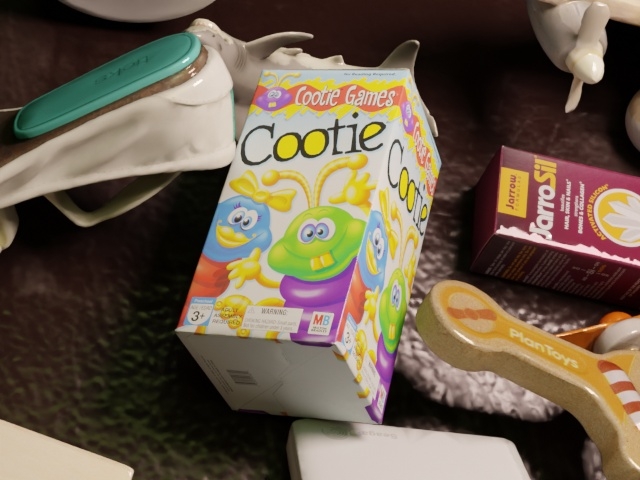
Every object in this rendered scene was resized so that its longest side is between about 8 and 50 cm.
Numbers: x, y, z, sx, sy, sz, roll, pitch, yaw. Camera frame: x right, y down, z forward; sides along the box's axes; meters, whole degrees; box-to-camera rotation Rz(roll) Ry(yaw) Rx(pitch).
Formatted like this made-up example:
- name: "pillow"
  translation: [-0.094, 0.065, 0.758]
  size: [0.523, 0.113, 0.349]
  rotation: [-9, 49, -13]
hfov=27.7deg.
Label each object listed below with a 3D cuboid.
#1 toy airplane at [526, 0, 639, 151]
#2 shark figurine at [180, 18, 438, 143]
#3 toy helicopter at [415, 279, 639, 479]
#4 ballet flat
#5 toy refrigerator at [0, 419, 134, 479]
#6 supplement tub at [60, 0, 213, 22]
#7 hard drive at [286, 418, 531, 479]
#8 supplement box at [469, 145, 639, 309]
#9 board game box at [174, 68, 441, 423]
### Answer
- name: "toy airplane"
  translation: [0.372, -0.219, 1.322]
  size: [0.386, 0.272, 0.384]
  rotation: [23, 21, 9]
- name: "shark figurine"
  translation: [-0.037, -0.141, 1.265]
  size: [0.278, 0.166, 0.116]
  rotation: [5, 86, -31]
- name: "toy helicopter"
  translation: [0.245, 0.118, 1.147]
  size: [0.355, 0.140, 0.235]
  rotation: [26, 36, -12]
- name: "ballet flat"
  translation: [-0.255, -0.055, 1.109]
  size: [0.400, 0.139, 0.139]
  rotation: [-16, 64, 9]
- name: "toy refrigerator"
  translation: [-0.290, 0.187, 1.007]
  size: [0.270, 0.102, 0.094]
  rotation: [20, 60, -3]
- name: "supplement tub"
  translation: [-0.179, -0.402, 1.271]
  size: [0.235, 0.235, 0.324]
  rotation: [4, 62, -11]
- name: "hard drive"
  translation: [0.088, 0.241, 0.999]
  size: [0.203, 0.040, 0.307]
  rotation: [7, 23, -10]
- name: "supplement box"
  translation: [0.247, -0.011, 1.254]
  size: [0.188, 0.081, 0.104]
  rotation: [13, 61, -7]
- name: "board game box"
  translation: [0.000, 0.000, 1.126]
  size: [0.142, 0.144, 0.275]
  rotation: [2, 57, 21]
